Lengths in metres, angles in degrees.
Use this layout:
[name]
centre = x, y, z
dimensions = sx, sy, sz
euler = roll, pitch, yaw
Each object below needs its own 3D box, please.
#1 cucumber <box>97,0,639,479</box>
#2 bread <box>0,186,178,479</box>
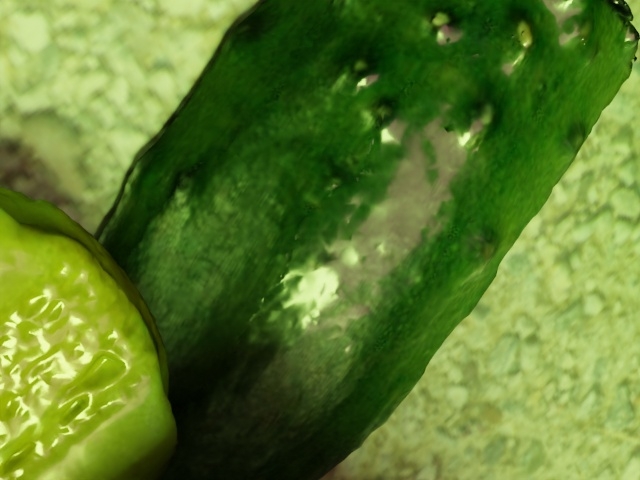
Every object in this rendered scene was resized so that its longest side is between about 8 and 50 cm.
[cucumber]
centre = -0.001, -0.001, 0.545
dimensions = 0.325, 0.105, 0.145
euler = -52, 129, -2
[bread]
centre = -0.224, 0.124, 0.434
dimensions = 0.383, 0.112, 0.166
euler = -43, 116, -13
